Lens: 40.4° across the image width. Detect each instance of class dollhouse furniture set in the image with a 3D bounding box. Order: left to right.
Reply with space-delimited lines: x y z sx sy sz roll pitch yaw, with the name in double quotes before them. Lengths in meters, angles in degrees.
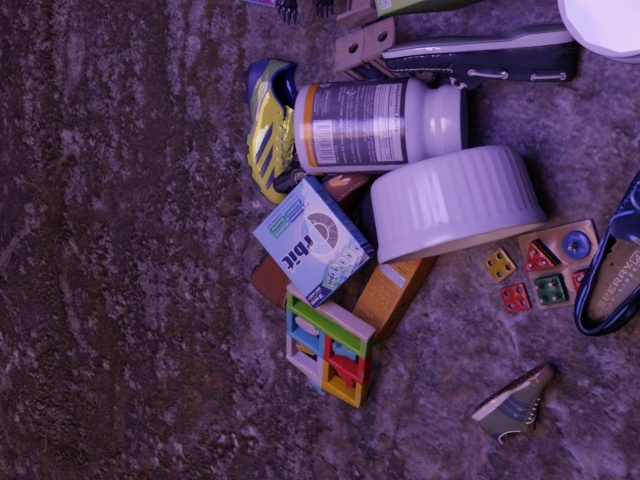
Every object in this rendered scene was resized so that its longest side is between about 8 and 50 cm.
"dollhouse furniture set" 0.117 -0.365 1.514 0.129 0.129 0.183 -12 64 39

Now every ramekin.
"ramekin" 0.213 -0.057 1.405 0.277 0.277 0.135 -18 83 39

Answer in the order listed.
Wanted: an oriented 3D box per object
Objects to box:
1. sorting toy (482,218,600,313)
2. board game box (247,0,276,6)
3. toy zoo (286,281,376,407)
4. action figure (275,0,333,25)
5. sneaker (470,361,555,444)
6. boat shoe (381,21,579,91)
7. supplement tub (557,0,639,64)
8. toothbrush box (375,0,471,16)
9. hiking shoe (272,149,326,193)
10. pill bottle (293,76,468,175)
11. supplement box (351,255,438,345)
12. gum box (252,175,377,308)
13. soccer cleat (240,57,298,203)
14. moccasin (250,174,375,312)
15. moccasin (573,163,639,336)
"sorting toy" 0.388 0.046 1.433 0.274 0.046 0.132 -15 92 40
"board game box" -0.122 -0.529 1.692 0.169 0.033 0.133 22 114 32
"toy zoo" 0.014 0.218 1.710 0.192 0.030 0.293 31 145 23
"action figure" 0.024 -0.455 1.396 0.275 0.164 0.141 128 130 -59
"sneaker" 0.354 0.290 1.517 0.086 0.064 0.192 51 127 7
"boat shoe" 0.248 -0.277 1.360 0.303 0.114 0.091 -2 113 12
"supplement tub" 0.444 -0.331 1.146 0.191 0.272 0.191 10 107 36
"toothbrush box" 0.240 -0.433 1.301 0.283 0.206 0.122 -8 97 46
"hiking shoe" -0.009 -0.177 1.665 0.227 0.086 0.114 -34 69 23
"pill bottle" 0.106 -0.193 1.478 0.278 0.162 0.162 -1 102 15
"supplement box" 0.132 0.091 1.625 0.080 0.078 0.233 39 122 24
"gum box" -0.012 0.004 1.565 0.157 0.041 0.184 -44 79 28
"soccer cleat" -0.082 -0.212 1.707 0.121 0.093 0.289 -1 103 27
"moccasin" -0.002 0.001 1.669 0.147 0.139 0.380 45 122 13
"moccasin" 0.486 0.004 1.278 0.138 0.117 0.342 26 108 20
